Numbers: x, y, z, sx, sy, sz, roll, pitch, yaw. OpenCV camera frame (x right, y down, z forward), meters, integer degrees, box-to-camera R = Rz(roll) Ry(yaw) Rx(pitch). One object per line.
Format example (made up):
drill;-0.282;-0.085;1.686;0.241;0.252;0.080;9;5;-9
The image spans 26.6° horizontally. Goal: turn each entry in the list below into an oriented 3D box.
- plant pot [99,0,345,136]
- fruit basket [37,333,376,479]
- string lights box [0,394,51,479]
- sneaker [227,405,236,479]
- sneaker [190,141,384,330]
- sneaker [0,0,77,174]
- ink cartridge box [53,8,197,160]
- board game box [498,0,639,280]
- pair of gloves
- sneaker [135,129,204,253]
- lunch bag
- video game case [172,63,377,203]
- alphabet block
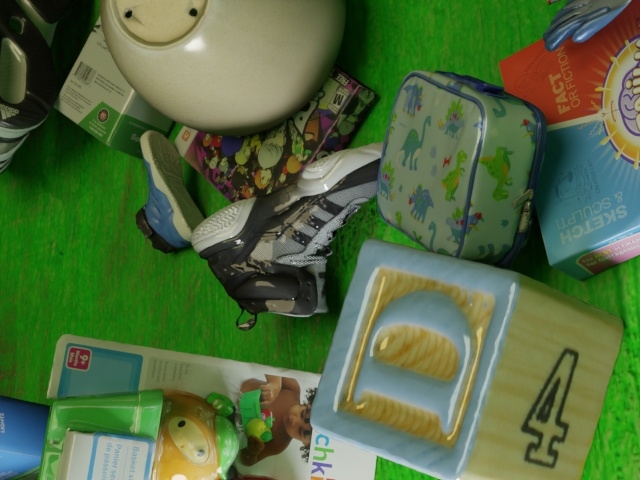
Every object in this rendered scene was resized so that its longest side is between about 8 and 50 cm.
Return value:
plant pot;-0.138;-0.265;1.523;0.284;0.191;0.284;0;90;22
fruit basket;-0.120;0.278;1.374;0.165;0.353;0.326;119;160;-77
string lights box;-0.420;0.247;1.664;0.133;0.260;0.076;-25;60;32
sneaker;-0.199;0.275;1.511;0.295;0.178;0.124;-55;26;12
sneaker;0.000;0.000;1.507;0.269;0.101;0.153;-25;83;9
sneaker;-0.478;-0.272;1.960;0.257;0.169;0.447;-44;33;43
ink cartridge box;-0.244;-0.231;1.797;0.153;0.087;0.208;35;99;43
board game box;0.339;-0.132;1.280;0.317;0.064;0.242;-28;59;31
pair of gloves;0.289;-0.257;1.325;0.159;0.023;0.198;-27;23;27
sneaker;-0.208;-0.057;1.705;0.085;0.058;0.152;-27;88;33
lunch bag;0.139;-0.079;1.358;0.219;0.090;0.176;-141;58;-64
video game case;-0.062;-0.144;1.642;0.232;0.042;0.210;43;105;41
alphabet block;0.139;0.125;1.272;0.192;0.197;0.193;16;86;42
